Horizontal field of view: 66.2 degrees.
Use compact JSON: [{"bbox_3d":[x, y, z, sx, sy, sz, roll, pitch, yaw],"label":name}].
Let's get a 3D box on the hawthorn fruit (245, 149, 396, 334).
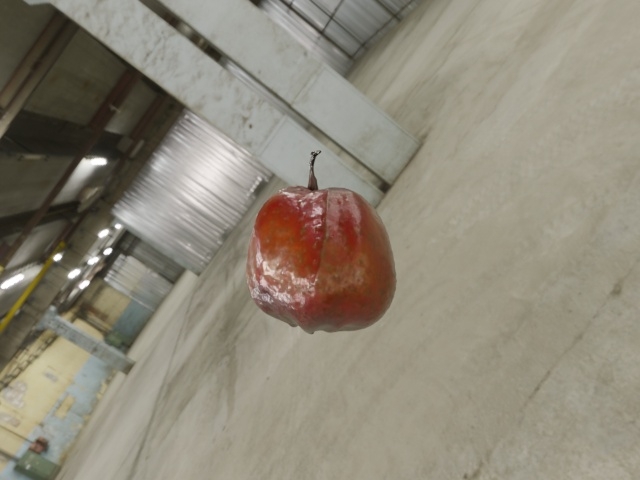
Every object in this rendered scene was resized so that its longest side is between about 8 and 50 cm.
[{"bbox_3d":[0.000,0.000,0.522,0.157,0.156,0.194,155,114,-66],"label":"hawthorn fruit"}]
